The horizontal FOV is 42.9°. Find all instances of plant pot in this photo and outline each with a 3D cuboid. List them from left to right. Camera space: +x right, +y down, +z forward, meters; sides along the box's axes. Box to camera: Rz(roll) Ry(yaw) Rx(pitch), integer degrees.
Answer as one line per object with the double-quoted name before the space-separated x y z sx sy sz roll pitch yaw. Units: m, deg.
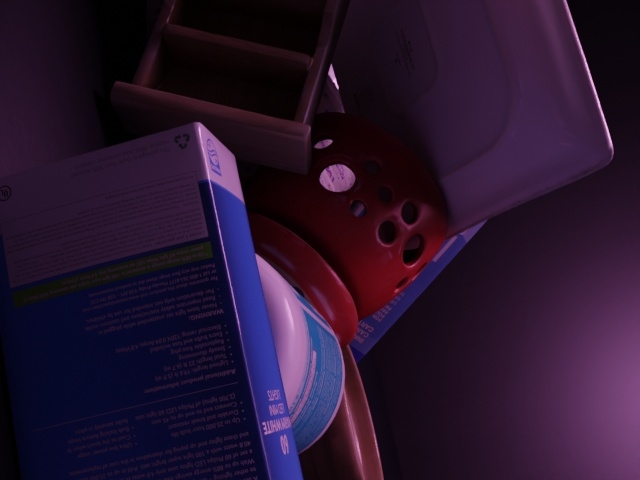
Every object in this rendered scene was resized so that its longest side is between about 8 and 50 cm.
"plant pot" 0.000 0.000 0.790 0.174 0.191 0.191 -47 138 -27
"plant pot" 0.003 0.245 1.016 0.237 0.110 0.237 -14 90 -83

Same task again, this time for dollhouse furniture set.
"dollhouse furniture set" -0.063 -0.260 0.585 0.394 0.362 0.256 90 14 -69

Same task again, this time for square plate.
"square plate" 0.100 -0.179 0.794 0.344 0.049 0.347 -32 -110 60

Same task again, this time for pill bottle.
"pill bottle" -0.062 0.097 0.620 0.264 0.146 0.146 56 21 -71

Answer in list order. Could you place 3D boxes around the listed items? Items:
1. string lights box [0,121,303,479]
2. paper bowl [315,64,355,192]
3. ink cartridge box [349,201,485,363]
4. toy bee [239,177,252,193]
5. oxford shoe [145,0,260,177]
"string lights box" -0.092 0.081 0.446 0.077 0.133 0.259 41 36 -77
"paper bowl" -0.027 -0.188 1.079 0.284 0.148 0.284 53 -8 10
"ink cartridge box" 0.063 0.013 1.196 0.151 0.395 0.270 39 17 -10
"toy bee" -0.041 -0.014 0.988 0.195 0.162 0.298 -96 170 -61
"oxford shoe" -0.123 -0.287 0.898 0.130 0.169 0.449 2 69 -84
